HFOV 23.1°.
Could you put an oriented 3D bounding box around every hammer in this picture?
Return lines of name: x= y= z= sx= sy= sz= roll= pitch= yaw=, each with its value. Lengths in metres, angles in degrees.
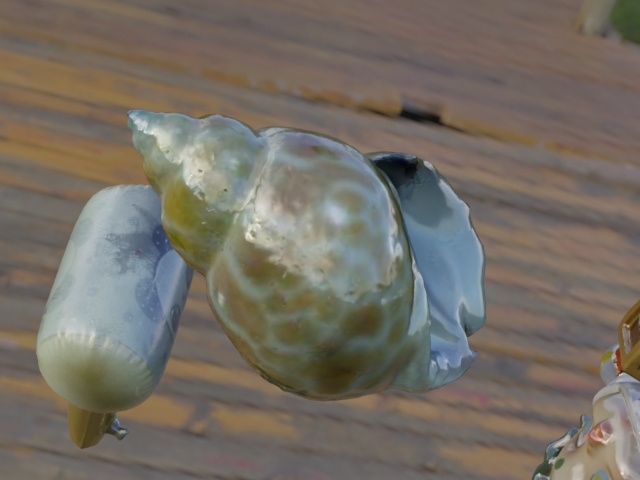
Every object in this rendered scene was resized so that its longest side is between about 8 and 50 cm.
hammer: x=-0.189 y=0.103 z=1.373 sx=0.113 sy=0.305 sz=0.202 roll=18 pitch=51 yaw=-2

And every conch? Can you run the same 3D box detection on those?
conch: x=0.003 y=0.012 z=0.689 sx=0.106 sy=0.116 sz=0.173 roll=10 pitch=1 yaw=42

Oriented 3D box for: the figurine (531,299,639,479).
figurine: x=0.302 y=0.161 z=1.298 sx=0.186 sy=0.382 sz=0.261 roll=29 pitch=28 yaw=-3
